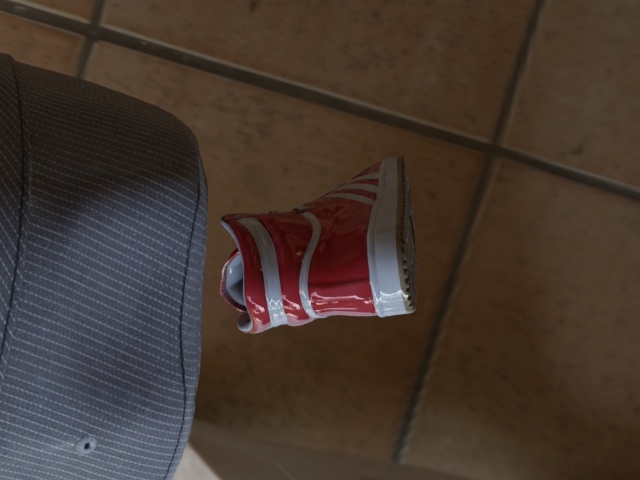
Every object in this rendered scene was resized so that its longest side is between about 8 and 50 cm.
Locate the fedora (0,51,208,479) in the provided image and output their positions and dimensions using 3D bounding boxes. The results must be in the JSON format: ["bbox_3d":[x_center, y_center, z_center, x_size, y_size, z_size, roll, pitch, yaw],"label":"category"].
[{"bbox_3d":[-0.117,0.028,0.612,0.124,0.244,0.275,8,116,-20],"label":"fedora"}]

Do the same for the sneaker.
[{"bbox_3d":[0.000,0.000,0.560,0.067,0.118,0.042,-8,104,6],"label":"sneaker"}]
